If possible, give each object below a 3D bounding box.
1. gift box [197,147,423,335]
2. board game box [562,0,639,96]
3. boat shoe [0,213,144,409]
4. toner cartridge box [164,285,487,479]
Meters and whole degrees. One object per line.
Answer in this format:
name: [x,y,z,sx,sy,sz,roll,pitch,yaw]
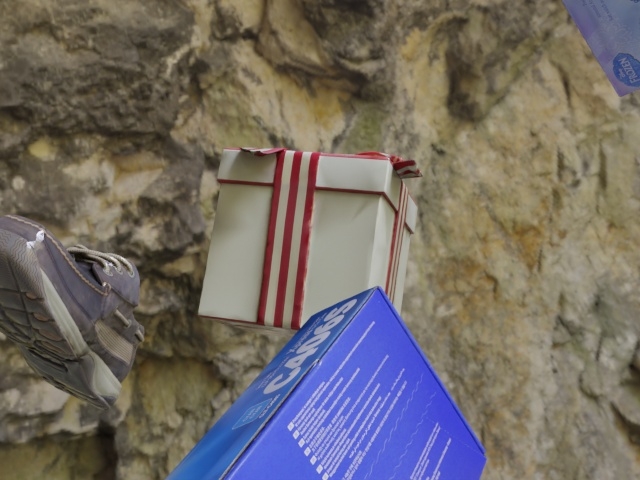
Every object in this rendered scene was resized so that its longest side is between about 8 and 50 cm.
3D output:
gift box: [0.000,0.000,0.999,0.255,0.257,0.276,6,-12,12]
board game box: [0.141,-0.103,0.285,0.090,0.020,0.090,-19,-40,33]
boat shoe: [-0.271,0.063,0.809,0.132,0.130,0.355,24,-29,8]
toner cartridge box: [-0.011,0.181,0.450,0.075,0.165,0.348,-29,8,34]
